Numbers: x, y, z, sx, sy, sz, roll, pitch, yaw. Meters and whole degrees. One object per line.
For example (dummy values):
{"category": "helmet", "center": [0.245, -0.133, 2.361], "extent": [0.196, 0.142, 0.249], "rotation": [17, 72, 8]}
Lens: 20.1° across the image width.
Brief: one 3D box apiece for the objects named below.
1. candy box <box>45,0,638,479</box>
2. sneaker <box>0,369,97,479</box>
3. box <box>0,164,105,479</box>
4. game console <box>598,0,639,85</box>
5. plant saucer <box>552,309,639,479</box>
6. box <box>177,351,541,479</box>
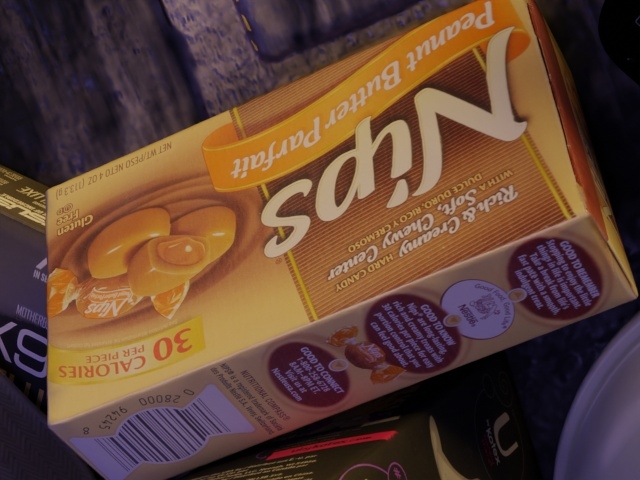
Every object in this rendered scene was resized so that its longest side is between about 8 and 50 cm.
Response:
{"category": "candy box", "center": [0.000, 0.000, 1.011], "extent": [0.316, 0.087, 0.183], "rotation": [-22, 47, 14]}
{"category": "sneaker", "center": [-0.253, 0.171, 1.176], "extent": [0.292, 0.108, 0.169], "rotation": [51, 120, 19]}
{"category": "box", "center": [-0.259, 0.065, 1.251], "extent": [0.307, 0.076, 0.242], "rotation": [25, 111, 19]}
{"category": "game console", "center": [0.296, -0.024, 0.977], "extent": [0.361, 0.044, 0.213], "rotation": [43, 116, 12]}
{"category": "plant saucer", "center": [0.295, 0.199, 0.962], "extent": [0.400, 0.100, 0.401], "rotation": [13, 117, 27]}
{"category": "box", "center": [0.020, 0.184, 1.031], "extent": [0.143, 0.270, 0.165], "rotation": [-14, 95, 28]}
